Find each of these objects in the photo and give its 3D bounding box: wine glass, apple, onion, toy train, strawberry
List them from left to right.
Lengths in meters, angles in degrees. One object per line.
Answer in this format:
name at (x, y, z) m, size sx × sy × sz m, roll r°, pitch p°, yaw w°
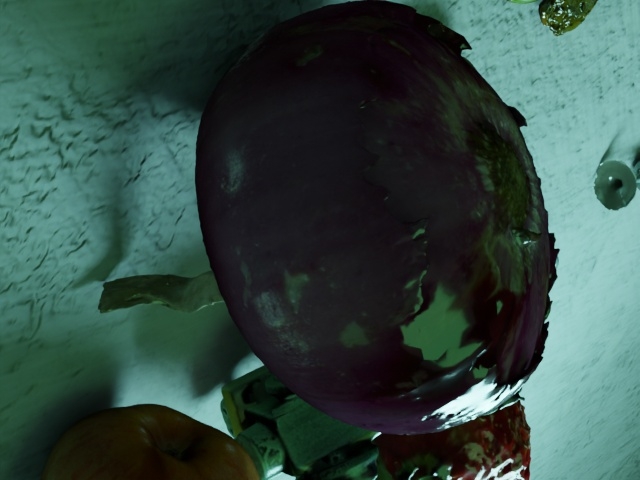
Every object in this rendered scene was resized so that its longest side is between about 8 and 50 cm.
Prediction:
apple at (-0.154, 0.241, 1.343) m, size 0.209 × 0.209 × 0.164 m, roll -19°, pitch 133°, yaw -50°
toy train at (0.045, 0.142, 1.550) m, size 0.369 × 0.237 × 0.150 m, roll -23°, pitch 104°, yaw -27°
onion at (0.037, -0.013, 1.218) m, size 0.358 × 0.358 × 0.345 m, roll -32°, pitch -171°, yaw -37°
strawberry at (0.146, 0.228, 1.812) m, size 0.257 × 0.257 × 0.277 m, roll 90°, pitch 14°, yaw -52°
wine glass at (0.481, -0.095, 2.138) m, size 0.262 × 0.074 × 0.074 m, roll -14°, pitch 135°, yaw -54°

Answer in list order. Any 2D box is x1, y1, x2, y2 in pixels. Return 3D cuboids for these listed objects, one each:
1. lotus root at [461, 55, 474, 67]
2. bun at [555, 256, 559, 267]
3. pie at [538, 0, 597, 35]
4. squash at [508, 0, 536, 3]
lotus root at (0.118, -0.153, 1.457) m, size 0.150 × 0.062 × 0.073 m, roll -7°, pitch 137°, yaw -57°
bun at (0.292, 0.038, 2.012) m, size 0.083 × 0.045 × 0.083 m, roll -36°, pitch 147°, yaw -28°
pie at (0.279, -0.268, 1.616) m, size 0.092 × 0.034 × 0.170 m, roll -60°, pitch 160°, yaw 11°
squash at (0.248, -0.315, 1.464) m, size 0.201 × 0.066 × 0.066 m, roll -47°, pitch 154°, yaw -10°
